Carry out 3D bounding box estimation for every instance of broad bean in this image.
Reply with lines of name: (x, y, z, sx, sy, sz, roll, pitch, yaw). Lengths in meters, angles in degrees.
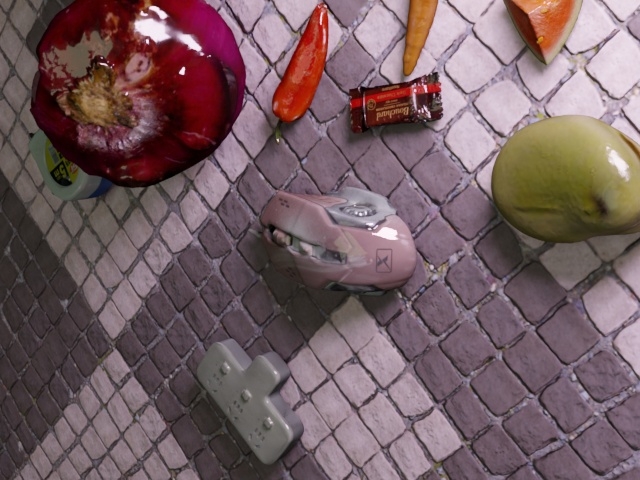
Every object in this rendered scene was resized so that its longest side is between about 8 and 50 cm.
broad bean: (0.358, -0.087, 1.275, 0.263, 0.121, 0.189, 8, 102, 39)

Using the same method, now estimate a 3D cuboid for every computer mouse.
computer mouse: (-0.003, 0.001, 1.586, 0.389, 0.115, 0.199, 11, 104, 35)

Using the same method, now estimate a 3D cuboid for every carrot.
carrot: (0.168, -0.419, 1.378, 0.069, 0.069, 0.336, 24, 118, 32)

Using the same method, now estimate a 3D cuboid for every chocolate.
chocolate: (0.124, -0.229, 1.483, 0.182, 0.028, 0.086, -7, 90, 38)

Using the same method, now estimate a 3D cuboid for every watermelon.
watermelon: (0.318, -0.319, 1.265, 0.125, 0.094, 0.135, -4, 103, 31)

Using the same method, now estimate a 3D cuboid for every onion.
onion: (-0.340, -0.322, 1.679, 0.420, 0.398, 0.398, -104, 31, -58)

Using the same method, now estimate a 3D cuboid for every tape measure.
tape measure: (-0.507, -0.229, 1.930, 0.351, 0.098, 0.215, -35, 77, 41)

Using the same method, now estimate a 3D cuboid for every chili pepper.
chili pepper: (-0.036, -0.291, 1.574, 0.071, 0.063, 0.272, 31, 116, 15)

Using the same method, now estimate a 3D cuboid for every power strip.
power strip: (-0.134, 0.307, 1.799, 0.265, 0.059, 0.193, 48, 126, 19)
